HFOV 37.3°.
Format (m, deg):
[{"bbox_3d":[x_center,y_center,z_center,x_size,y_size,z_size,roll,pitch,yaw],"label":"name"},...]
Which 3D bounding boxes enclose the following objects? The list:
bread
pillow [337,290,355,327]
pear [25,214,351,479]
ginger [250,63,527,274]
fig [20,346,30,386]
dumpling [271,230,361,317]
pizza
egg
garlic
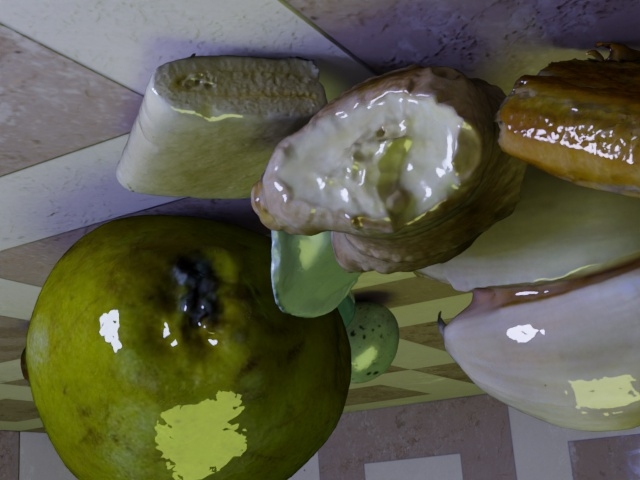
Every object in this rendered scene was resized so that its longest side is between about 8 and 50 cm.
[{"bbox_3d":[-0.084,-0.088,0.759,0.139,0.060,0.178,1,162,-22],"label":"bread"},{"bbox_3d":[-0.061,0.083,1.308,0.214,0.086,0.233,-5,162,22],"label":"pillow"},{"bbox_3d":[-0.145,0.137,1.041,0.351,0.352,0.413,-2,168,-6],"label":"pear"},{"bbox_3d":[0.053,-0.045,0.737,0.221,0.130,0.276,-22,162,-19],"label":"ginger"},{"bbox_3d":[-0.392,0.171,1.525,0.126,0.185,0.133,43,152,-13],"label":"fig"},{"bbox_3d":[-0.005,-0.012,0.918,0.153,0.108,0.219,-47,146,2],"label":"dumpling"},{"bbox_3d":[0.247,-0.092,0.668,0.189,0.071,0.297,14,-152,34],"label":"pizza"},{"bbox_3d":[0.066,0.159,1.516,0.131,0.131,0.164,7,151,-33],"label":"egg"},{"bbox_3d":[0.236,0.024,0.914,0.312,0.286,0.249,-6,-157,0],"label":"garlic"}]
